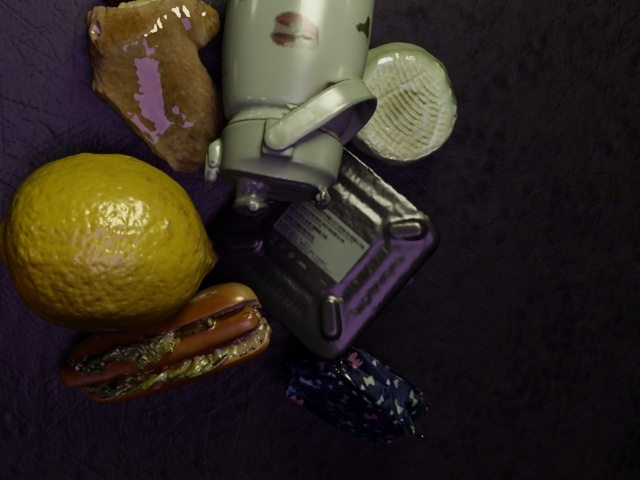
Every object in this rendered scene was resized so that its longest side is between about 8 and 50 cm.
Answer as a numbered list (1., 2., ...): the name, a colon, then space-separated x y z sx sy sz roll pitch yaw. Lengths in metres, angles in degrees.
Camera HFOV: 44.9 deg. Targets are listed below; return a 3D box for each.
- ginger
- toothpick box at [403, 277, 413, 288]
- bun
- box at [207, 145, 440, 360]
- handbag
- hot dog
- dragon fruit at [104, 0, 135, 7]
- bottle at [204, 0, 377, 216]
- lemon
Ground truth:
1. ginger: -0.212 -0.235 1.107 0.276 0.130 0.221 38 81 -29
2. toothpick box: 0.064 0.070 1.293 0.153 0.101 0.101 -32 112 -10
3. bun: 0.119 -0.214 1.229 0.196 0.118 0.195 -3 103 -12
4. box: 0.000 0.000 1.209 0.290 0.073 0.289 41 88 7
5. handbag: 0.062 0.261 1.305 0.260 0.162 0.113 37 48 -34
6. hot dog: -0.241 0.169 1.175 0.338 0.100 0.135 -19 112 7
7. dragon fruit: -0.243 -0.377 1.092 0.131 0.063 0.097 -3 105 -18
8. bottle: -0.033 -0.202 1.068 0.229 0.229 0.351 10 78 -21
9. lemon: -0.290 0.006 1.077 0.311 0.253 0.253 7 101 -21
